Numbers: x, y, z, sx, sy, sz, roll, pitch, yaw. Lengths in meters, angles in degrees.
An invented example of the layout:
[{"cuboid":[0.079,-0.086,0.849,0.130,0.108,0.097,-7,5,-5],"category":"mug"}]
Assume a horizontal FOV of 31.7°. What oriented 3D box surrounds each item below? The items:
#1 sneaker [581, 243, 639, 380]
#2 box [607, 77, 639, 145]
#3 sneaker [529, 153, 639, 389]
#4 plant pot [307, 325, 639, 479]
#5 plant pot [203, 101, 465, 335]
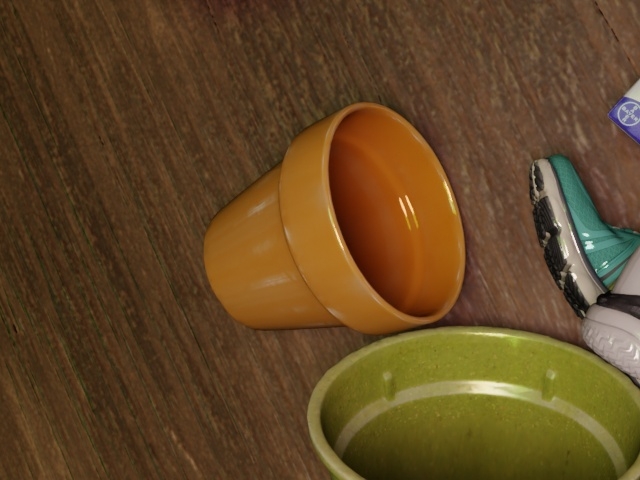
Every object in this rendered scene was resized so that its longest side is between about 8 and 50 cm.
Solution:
[{"cuboid":[0.405,0.061,0.862,0.366,0.137,0.210,23,97,2],"category":"sneaker"},{"cuboid":[0.339,-0.115,0.961,0.126,0.072,0.137,45,106,14],"category":"box"},{"cuboid":[0.275,0.038,0.993,0.110,0.107,0.275,-33,85,1],"category":"sneaker"},{"cuboid":[0.130,0.248,0.956,0.276,0.276,0.254,9,118,21],"category":"plant pot"},{"cuboid":[0.000,0.000,1.044,0.188,0.205,0.205,-21,84,36],"category":"plant pot"}]
